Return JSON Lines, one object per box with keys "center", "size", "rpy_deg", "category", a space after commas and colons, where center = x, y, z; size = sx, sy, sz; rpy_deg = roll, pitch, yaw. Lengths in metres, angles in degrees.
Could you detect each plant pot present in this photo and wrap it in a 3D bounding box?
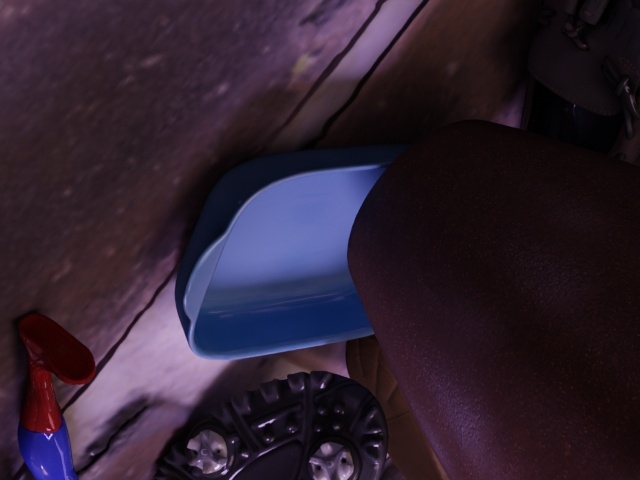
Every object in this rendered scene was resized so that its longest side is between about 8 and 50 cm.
{"center": [0.124, 0.049, 0.789], "size": [0.215, 0.230, 0.215], "rpy_deg": [-27, 140, -25], "category": "plant pot"}

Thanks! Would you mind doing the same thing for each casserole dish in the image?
{"center": [0.000, 0.000, 0.845], "size": [0.188, 0.037, 0.114], "rpy_deg": [-7, 131, -42], "category": "casserole dish"}

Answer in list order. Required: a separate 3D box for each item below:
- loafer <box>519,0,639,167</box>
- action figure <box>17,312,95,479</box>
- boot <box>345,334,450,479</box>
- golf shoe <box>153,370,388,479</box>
{"center": [0.142, -0.071, 0.871], "size": [0.084, 0.096, 0.267], "rpy_deg": [-20, 137, -21], "category": "loafer"}
{"center": [-0.124, 0.182, 0.822], "size": [0.091, 0.139, 0.280], "rpy_deg": [-25, 144, -25], "category": "action figure"}
{"center": [0.128, 0.114, 0.975], "size": [0.165, 0.213, 0.077], "rpy_deg": [-28, -178, -28], "category": "boot"}
{"center": [-0.042, 0.171, 0.945], "size": [0.273, 0.105, 0.120], "rpy_deg": [-55, 161, 24], "category": "golf shoe"}
